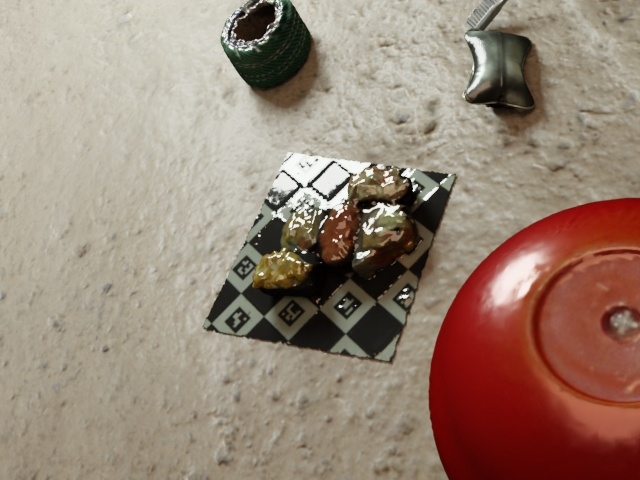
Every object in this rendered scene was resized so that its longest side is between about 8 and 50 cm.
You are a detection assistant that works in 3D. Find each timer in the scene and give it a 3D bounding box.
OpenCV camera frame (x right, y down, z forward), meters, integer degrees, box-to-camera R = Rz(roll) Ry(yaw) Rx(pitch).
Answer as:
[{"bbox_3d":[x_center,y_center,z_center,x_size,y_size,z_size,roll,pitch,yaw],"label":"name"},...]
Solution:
[{"bbox_3d":[0.290,0.140,0.881,0.378,0.279,0.378,-12,54,18],"label":"timer"}]

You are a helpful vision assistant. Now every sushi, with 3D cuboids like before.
[{"bbox_3d":[0.000,0.000,1.259,0.292,0.059,0.294,8,66,32],"label":"sushi"}]

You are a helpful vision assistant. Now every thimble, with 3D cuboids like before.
[{"bbox_3d":[-0.085,-0.314,1.480,0.118,0.090,0.135,21,69,33],"label":"thimble"}]

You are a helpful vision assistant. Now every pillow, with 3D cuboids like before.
[{"bbox_3d":[0.240,-0.232,1.281,0.091,0.055,0.135,-5,60,22],"label":"pillow"}]

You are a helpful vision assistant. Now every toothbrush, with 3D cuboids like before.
[{"bbox_3d":[0.317,-0.420,1.280,0.029,0.024,0.354,49,119,14],"label":"toothbrush"}]
